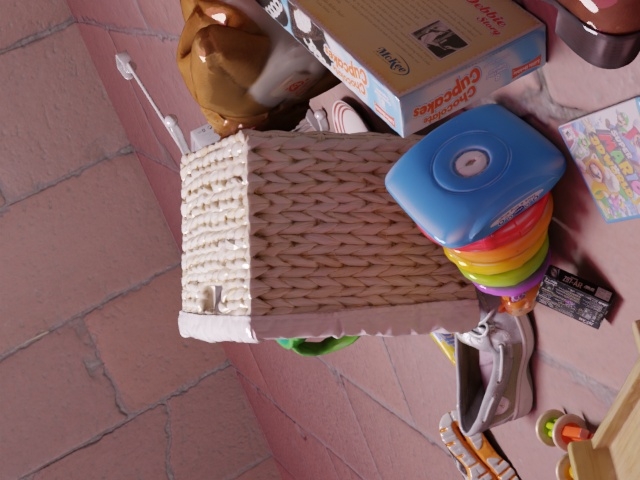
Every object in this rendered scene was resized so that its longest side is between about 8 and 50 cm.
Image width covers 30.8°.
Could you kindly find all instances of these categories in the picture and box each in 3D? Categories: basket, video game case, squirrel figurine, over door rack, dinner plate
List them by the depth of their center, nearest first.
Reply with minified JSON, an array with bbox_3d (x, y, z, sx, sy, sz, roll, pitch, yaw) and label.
[{"bbox_3d":[0.309,-0.079,1.172,0.119,0.015,0.166,63,164,-3],"label":"video game case"},{"bbox_3d":[0.000,0.000,1.573,0.328,0.331,0.266,173,96,-68],"label":"basket"},{"bbox_3d":[-0.118,-0.347,1.598,0.370,0.281,0.397,64,162,17],"label":"squirrel figurine"},{"bbox_3d":[0.061,-0.155,1.798,0.141,0.017,0.141,52,161,27],"label":"dinner plate"},{"bbox_3d":[-0.171,-0.258,1.932,0.324,0.240,0.108,54,164,23],"label":"over door rack"}]

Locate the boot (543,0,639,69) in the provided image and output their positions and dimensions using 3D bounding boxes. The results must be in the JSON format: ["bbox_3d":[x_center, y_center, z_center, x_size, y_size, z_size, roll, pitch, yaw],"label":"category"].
[{"bbox_3d":[0.198,-0.313,0.983,0.264,0.096,0.280,53,161,28],"label":"boot"}]

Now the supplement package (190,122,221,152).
[{"bbox_3d":[-0.135,-0.114,2.249,0.244,0.134,0.139,57,163,17],"label":"supplement package"}]

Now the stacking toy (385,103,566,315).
[{"bbox_3d":[0.215,0.003,1.397,0.165,0.175,0.302,49,171,43],"label":"stacking toy"}]

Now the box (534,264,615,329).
[{"bbox_3d":[0.299,0.067,1.366,0.083,0.018,0.067,25,153,14],"label":"box"}]

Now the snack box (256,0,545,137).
[{"bbox_3d":[0.076,-0.254,1.285,0.322,0.187,0.060,49,159,39],"label":"snack box"}]

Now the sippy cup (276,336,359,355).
[{"bbox_3d":[-0.011,0.031,1.948,0.240,0.224,0.305,56,164,26],"label":"sippy cup"}]

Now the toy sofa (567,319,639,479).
[{"bbox_3d":[0.391,0.213,1.224,0.362,0.177,0.150,90,172,-59],"label":"toy sofa"}]

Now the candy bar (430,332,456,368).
[{"bbox_3d":[0.188,0.140,1.853,0.161,0.040,0.018,53,152,25],"label":"candy bar"}]

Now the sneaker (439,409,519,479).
[{"bbox_3d":[0.271,0.379,1.947,0.214,0.084,0.083,63,177,8],"label":"sneaker"}]

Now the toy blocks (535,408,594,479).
[{"bbox_3d":[0.360,0.291,1.554,0.123,0.054,0.148,64,164,-9],"label":"toy blocks"}]

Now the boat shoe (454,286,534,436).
[{"bbox_3d":[0.228,0.154,1.638,0.118,0.103,0.320,46,158,43],"label":"boat shoe"}]
